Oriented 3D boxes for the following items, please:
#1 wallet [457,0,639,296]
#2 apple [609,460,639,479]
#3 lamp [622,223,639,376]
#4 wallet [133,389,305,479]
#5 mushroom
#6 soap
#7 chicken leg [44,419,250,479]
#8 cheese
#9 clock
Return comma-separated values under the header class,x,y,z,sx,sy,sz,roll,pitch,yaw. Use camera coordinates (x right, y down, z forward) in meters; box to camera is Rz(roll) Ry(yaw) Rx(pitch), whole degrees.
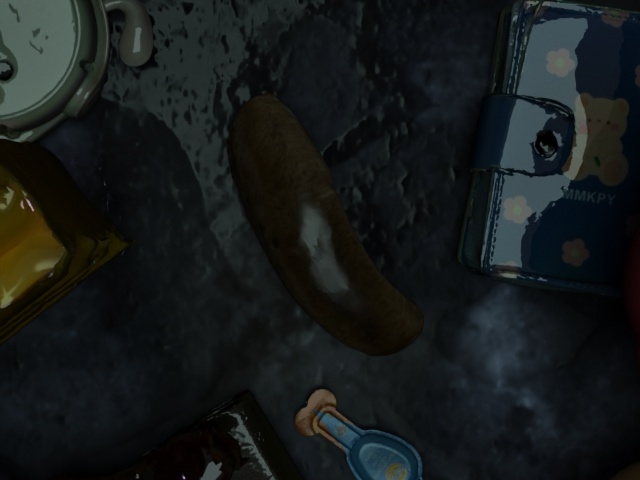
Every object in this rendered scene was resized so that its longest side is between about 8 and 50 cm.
class,x,y,z,sx,sy,sz,roll,pitch,yaw
wallet,0.178,-0.064,0.650,0.141,0.059,0.202,8,94,-4
apple,0.259,0.241,0.619,0.199,0.200,0.200,0,94,-5
lamp,0.336,0.030,0.538,0.303,0.257,0.303,-7,69,20
wallet,-0.047,0.219,0.664,0.110,0.031,0.198,-30,96,-2
mushroom,-0.002,0.000,0.625,0.072,0.094,0.210,-33,101,-5
soap,-0.278,0.065,0.546,0.324,0.204,0.096,-38,94,-2
chicken leg,-0.208,0.190,0.604,0.322,0.083,0.178,0,123,-4
cheese,0.031,0.153,0.674,0.111,0.017,0.047,38,87,-7
clock,-0.215,-0.138,0.606,0.191,0.062,0.152,-29,97,-3
